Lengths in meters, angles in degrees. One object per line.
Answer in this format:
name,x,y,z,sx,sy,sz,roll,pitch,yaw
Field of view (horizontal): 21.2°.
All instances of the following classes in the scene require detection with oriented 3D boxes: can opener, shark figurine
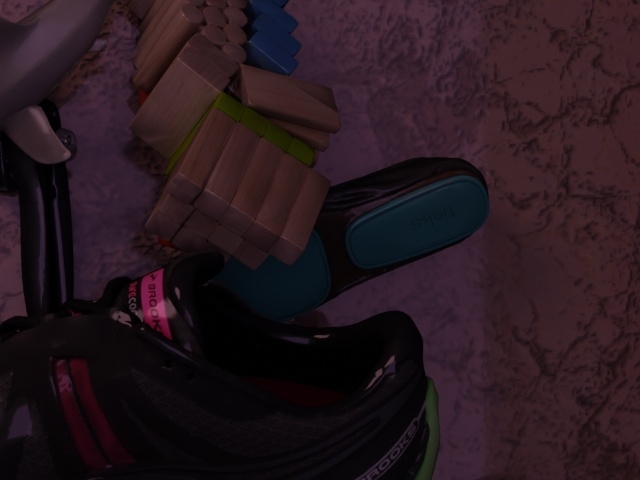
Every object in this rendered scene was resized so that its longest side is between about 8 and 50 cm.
can opener,-0.221,-0.023,1.359,0.059,0.073,0.186,-9,87,-50
shark figurine,-0.219,-0.177,1.299,0.166,0.116,0.278,37,88,37

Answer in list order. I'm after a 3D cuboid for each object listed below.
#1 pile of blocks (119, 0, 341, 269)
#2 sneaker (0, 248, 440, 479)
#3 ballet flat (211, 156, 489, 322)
pile of blocks,-0.081,-0.109,1.317,0.149,0.112,0.362,15,47,-29
sneaker,-0.150,0.091,1.195,0.482,0.185,0.202,4,118,-13
ballet flat,0.000,0.000,1.366,0.280,0.096,0.095,-17,115,-15
